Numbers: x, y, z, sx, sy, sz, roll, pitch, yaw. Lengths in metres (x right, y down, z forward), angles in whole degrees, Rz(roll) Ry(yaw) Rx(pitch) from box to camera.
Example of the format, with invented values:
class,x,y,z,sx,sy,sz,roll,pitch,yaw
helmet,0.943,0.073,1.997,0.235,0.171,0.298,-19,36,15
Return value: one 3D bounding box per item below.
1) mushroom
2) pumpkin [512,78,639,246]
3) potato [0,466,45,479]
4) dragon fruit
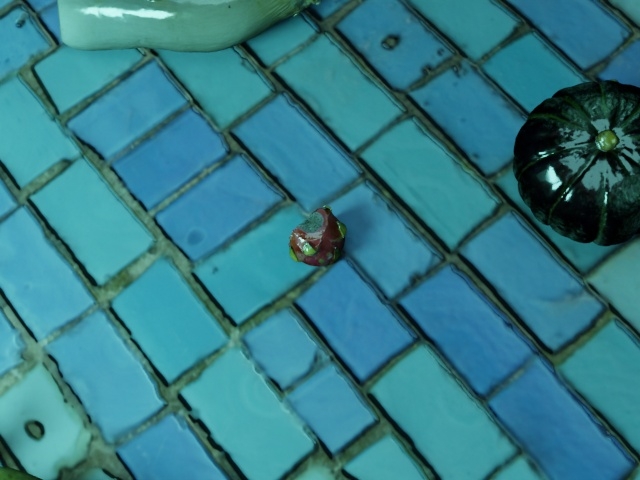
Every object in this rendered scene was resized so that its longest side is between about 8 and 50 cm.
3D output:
class,x,y,z,sx,sy,sz,roll,pitch,yaw
mushroom,-0.197,-0.359,1.355,0.397,0.126,0.177,8,62,12
pumpkin,0.361,-0.100,1.180,0.220,0.162,0.220,-3,72,9
potato,-0.325,0.424,1.021,0.359,0.219,0.270,34,66,24
dragon fruit,0.000,0.000,1.232,0.083,0.056,0.060,-39,70,-11
